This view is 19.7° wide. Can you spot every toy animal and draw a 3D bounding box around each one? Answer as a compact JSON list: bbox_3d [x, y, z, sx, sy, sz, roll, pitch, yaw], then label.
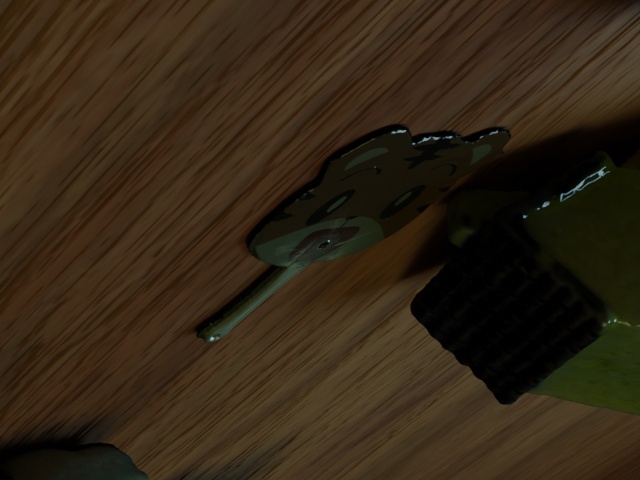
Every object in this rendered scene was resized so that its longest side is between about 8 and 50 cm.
[{"bbox_3d":[-0.201,0.186,1.143,0.225,0.094,0.121,-4,150,-49],"label":"toy animal"}]

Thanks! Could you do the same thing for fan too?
[{"bbox_3d":[0.000,0.000,1.042,0.226,0.008,0.152,-40,159,34],"label":"fan"}]

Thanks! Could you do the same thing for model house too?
[{"bbox_3d":[0.165,0.010,1.165,0.211,0.170,0.194,8,160,-13],"label":"model house"}]
